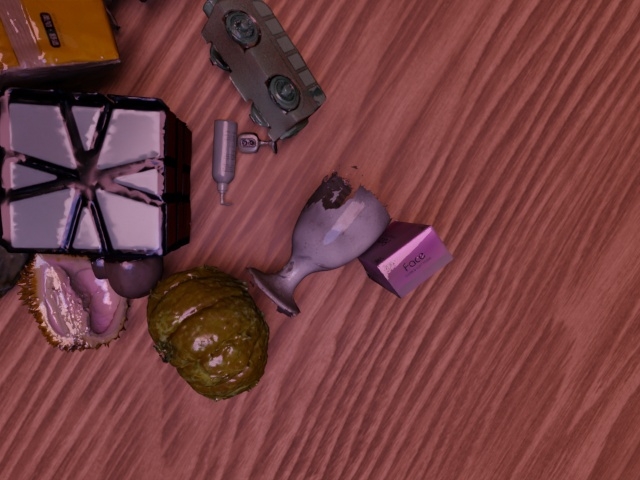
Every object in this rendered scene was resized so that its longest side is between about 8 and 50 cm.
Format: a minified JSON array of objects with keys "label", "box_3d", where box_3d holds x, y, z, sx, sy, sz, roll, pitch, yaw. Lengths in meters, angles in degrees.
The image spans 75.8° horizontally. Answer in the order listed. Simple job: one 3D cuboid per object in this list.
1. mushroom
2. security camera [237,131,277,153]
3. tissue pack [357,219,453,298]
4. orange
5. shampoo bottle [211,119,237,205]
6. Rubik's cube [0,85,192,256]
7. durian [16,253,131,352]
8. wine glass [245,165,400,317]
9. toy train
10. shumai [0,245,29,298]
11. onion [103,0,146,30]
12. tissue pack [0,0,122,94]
[{"label":"mushroom","box_3d":[-0.414,0.069,0.904,0.141,0.188,0.117,-16,100,-20]},{"label":"security camera","box_3d":[-0.152,-0.231,0.980,0.092,0.058,0.058,-6,97,1]},{"label":"tissue pack","box_3d":[0.179,0.032,0.954,0.148,0.246,0.093,-36,98,-4]},{"label":"orange","box_3d":[-0.225,0.198,0.888,0.223,0.300,0.301,-35,123,-17]},{"label":"shampoo bottle","box_3d":[-0.227,-0.181,0.968,0.056,0.056,0.195,4,95,-8]},{"label":"Rubik's cube","box_3d":[-0.423,-0.123,0.833,0.288,0.283,0.294,4,92,-8]},{"label":"durian","box_3d":[-0.551,0.138,0.923,0.137,0.183,0.250,-25,98,27]},{"label":"wine glass","box_3d":[0.001,0.004,0.958,0.190,0.190,0.357,41,91,-10]},{"label":"toy train","box_3d":[-0.125,-0.385,0.907,0.159,0.129,0.327,-42,101,-37]},{"label":"shumai","box_3d":[-0.790,0.050,0.784,0.309,0.263,0.304,-41,109,16]},{"label":"onion","box_3d":[-0.388,-0.640,0.806,0.230,0.256,0.273,43,66,-25]},{"label":"tissue pack","box_3d":[-0.551,-0.467,0.739,0.228,0.293,0.383,-25,107,-40]}]
